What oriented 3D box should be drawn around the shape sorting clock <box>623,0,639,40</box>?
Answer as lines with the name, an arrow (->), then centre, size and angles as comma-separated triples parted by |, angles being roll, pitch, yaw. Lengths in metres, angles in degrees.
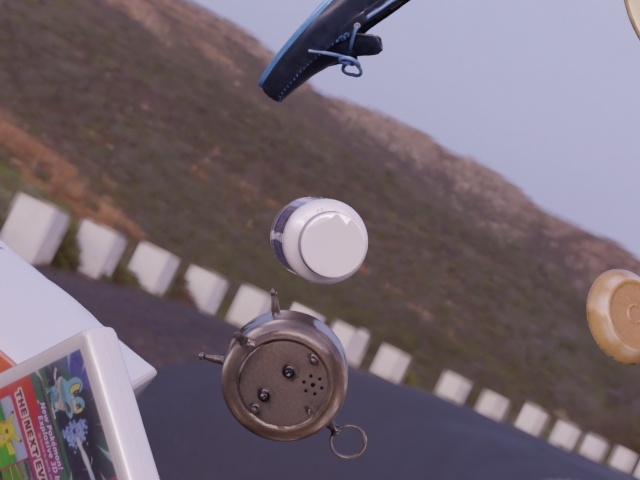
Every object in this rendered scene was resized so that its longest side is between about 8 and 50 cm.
shape sorting clock -> 0.385, -0.241, 1.265 | 0.206, 0.206, 0.040 | 28, -25, -19

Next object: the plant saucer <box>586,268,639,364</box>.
plant saucer -> 0.264, 0.063, 1.077 | 0.083, 0.083, 0.015 | 28, -25, -20

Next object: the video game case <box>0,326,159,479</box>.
video game case -> -0.138, 0.166, 0.625 | 0.183, 0.201, 0.023 | -26, -14, 35

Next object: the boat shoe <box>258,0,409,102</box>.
boat shoe -> 0.040, -0.241, 1.421 | 0.089, 0.258, 0.109 | 45, 18, -4

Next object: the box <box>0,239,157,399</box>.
box -> -0.352, 0.197, 1.163 | 0.215, 0.345, 0.168 | 39, 16, 6

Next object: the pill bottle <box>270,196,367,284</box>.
pill bottle -> 0.000, 0.000, 1.397 | 0.094, 0.094, 0.169 | 27, -1, -10

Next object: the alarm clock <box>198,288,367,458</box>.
alarm clock -> -0.023, 0.154, 1.300 | 0.192, 0.129, 0.064 | 46, 8, -10
